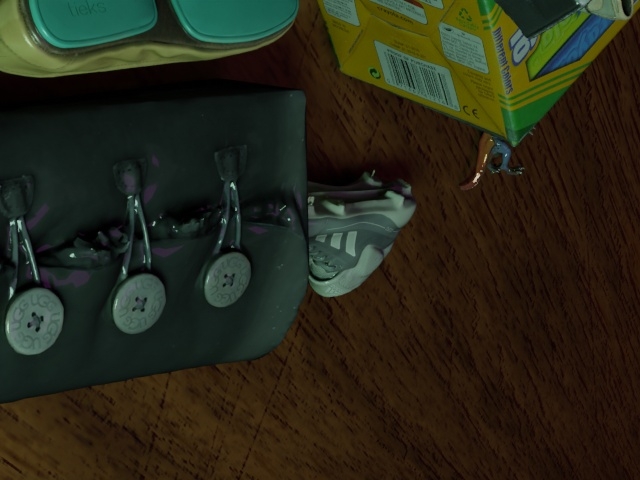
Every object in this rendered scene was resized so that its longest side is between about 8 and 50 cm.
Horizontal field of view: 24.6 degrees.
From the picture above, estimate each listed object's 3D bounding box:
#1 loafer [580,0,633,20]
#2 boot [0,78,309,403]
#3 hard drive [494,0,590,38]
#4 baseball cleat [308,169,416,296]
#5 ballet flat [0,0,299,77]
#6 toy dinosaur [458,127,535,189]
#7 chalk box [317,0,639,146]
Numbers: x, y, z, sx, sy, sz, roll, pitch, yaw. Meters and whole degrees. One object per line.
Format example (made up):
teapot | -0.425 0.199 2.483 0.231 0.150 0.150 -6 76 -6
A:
loafer | 0.196 -0.205 0.977 0.045 0.039 0.125 -35 137 -32
boot | -0.200 0.085 0.915 0.445 0.146 0.367 -16 128 -51
hard drive | 0.100 -0.318 0.870 0.339 0.064 0.237 51 58 -6
baseball cleat | 0.000 0.000 1.158 0.206 0.072 0.109 -3 122 -47
ballet flat | -0.114 -0.144 0.918 0.232 0.073 0.080 -12 85 -46
toy dinosaur | 0.160 -0.098 1.325 0.090 0.047 0.082 -33 119 -20
chalk box | 0.146 -0.249 1.078 0.289 0.180 0.179 -48 144 -21
